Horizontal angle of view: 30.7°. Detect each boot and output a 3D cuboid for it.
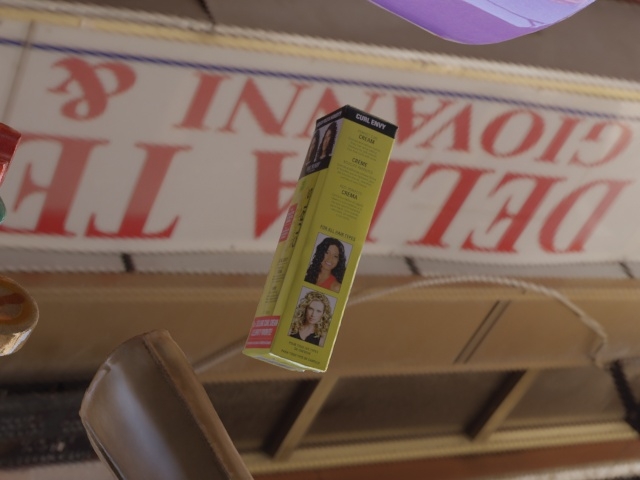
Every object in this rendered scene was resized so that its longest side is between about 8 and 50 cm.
[{"bbox_3d":[-0.080,0.228,0.819,0.089,0.236,0.269,-19,-118,-43],"label":"boot"}]

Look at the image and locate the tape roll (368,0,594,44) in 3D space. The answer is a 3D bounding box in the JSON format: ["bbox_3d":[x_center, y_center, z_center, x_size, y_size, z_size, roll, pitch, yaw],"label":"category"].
[{"bbox_3d":[0.078,-0.222,0.468,0.090,0.275,0.275,22,-144,-27],"label":"tape roll"}]

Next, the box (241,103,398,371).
[{"bbox_3d":[0.000,0.000,1.048,0.058,0.087,0.232,20,-101,-18],"label":"box"}]

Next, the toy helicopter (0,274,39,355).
[{"bbox_3d":[-0.407,0.029,0.968,0.355,0.140,0.235,20,-153,-24],"label":"toy helicopter"}]

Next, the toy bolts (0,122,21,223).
[{"bbox_3d":[-0.418,-0.068,1.163,0.228,0.158,0.218,22,-158,-7],"label":"toy bolts"}]
